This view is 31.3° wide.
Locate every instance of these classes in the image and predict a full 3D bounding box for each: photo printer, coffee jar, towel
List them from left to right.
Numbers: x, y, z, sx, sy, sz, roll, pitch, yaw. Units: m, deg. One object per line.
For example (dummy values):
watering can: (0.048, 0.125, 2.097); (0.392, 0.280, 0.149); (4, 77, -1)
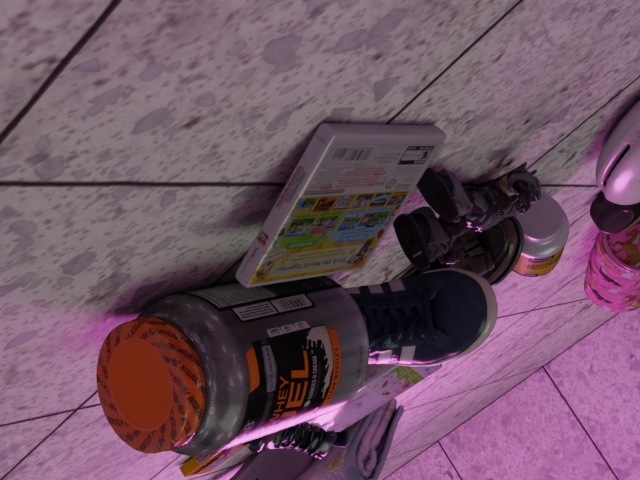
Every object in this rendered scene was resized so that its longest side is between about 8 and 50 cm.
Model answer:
towel: (0.022, 0.503, 2.522); (0.320, 0.090, 0.374); (-40, -177, 25)
coffee jar: (0.586, -0.071, 2.125); (0.184, 0.079, 0.096); (-17, 160, -41)
photo printer: (0.575, -0.179, 1.774); (0.308, 0.107, 0.256); (-26, 161, -14)

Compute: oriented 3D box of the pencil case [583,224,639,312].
pencil case: (0.661, 0.042, 2.435); (0.160, 0.167, 0.386); (-62, 167, -12)

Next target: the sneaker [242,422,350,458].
sneaker: (-0.036, 0.345, 2.104); (0.300, 0.121, 0.111); (-3, 123, -62)

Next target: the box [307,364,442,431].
box: (0.072, 0.218, 1.972); (0.231, 0.126, 0.262); (-33, 163, 5)

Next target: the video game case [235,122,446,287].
video game case: (0.026, -0.042, 1.284); (0.227, 0.026, 0.206); (-7, 134, -53)

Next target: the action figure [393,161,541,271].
action figure: (0.203, -0.035, 1.568); (0.185, 0.099, 0.285); (-47, 160, 27)

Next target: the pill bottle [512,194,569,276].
pill bottle: (0.349, -0.010, 1.858); (0.103, 0.103, 0.184); (-31, 162, -3)

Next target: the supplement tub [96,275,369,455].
supplement tub: (-0.103, 0.148, 1.388); (0.316, 0.193, 0.193); (-10, 152, -50)

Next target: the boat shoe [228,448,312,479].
boat shoe: (-0.127, 0.511, 2.499); (0.267, 0.096, 0.088); (-46, -168, 2)

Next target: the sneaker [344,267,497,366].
sneaker: (0.067, 0.115, 1.548); (0.350, 0.131, 0.148); (-16, 169, 38)

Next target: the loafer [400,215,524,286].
loafer: (0.214, 0.039, 1.770); (0.084, 0.096, 0.267); (-5, 160, -27)

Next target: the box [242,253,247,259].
box: (0.000, 0.000, 1.411); (0.109, 0.042, 0.178); (-43, 158, 32)

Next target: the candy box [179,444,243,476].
candy box: (-0.166, 0.386, 2.193); (0.206, 0.027, 0.105); (-37, 164, 17)
